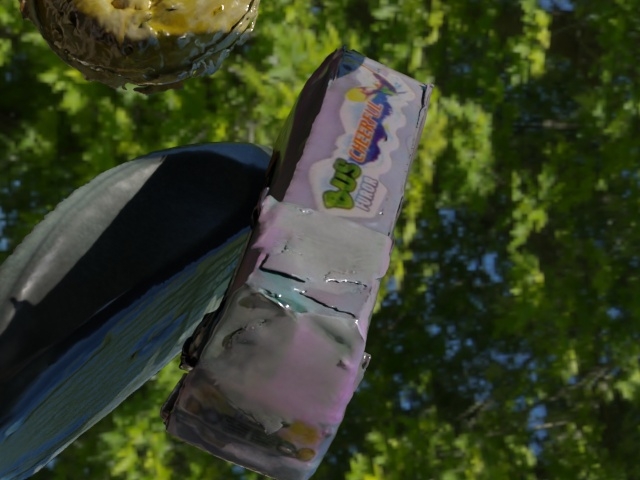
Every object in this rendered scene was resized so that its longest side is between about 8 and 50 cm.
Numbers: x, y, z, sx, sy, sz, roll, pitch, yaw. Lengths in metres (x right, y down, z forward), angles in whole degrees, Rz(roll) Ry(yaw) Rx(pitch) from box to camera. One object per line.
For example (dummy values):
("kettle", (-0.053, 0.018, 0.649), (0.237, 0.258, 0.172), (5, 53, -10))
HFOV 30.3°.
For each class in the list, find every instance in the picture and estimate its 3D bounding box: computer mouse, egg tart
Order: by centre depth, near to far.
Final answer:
("computer mouse", (-0.162, 0.040, 0.882), (0.114, 0.374, 0.203), (40, -41, 11))
("egg tart", (-0.192, -0.296, 1.262), (0.095, 0.278, 0.279), (95, -18, -73))

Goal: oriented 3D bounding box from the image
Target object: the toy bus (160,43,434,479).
("toy bus", (0.000, 0.000, 0.757), (0.317, 0.112, 0.138), (-74, -173, -54))
